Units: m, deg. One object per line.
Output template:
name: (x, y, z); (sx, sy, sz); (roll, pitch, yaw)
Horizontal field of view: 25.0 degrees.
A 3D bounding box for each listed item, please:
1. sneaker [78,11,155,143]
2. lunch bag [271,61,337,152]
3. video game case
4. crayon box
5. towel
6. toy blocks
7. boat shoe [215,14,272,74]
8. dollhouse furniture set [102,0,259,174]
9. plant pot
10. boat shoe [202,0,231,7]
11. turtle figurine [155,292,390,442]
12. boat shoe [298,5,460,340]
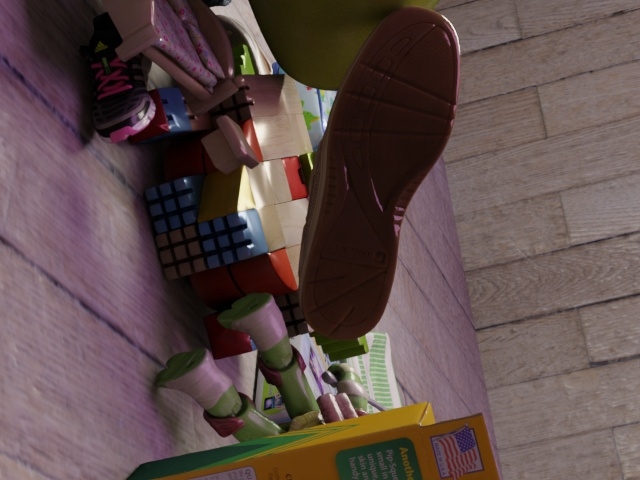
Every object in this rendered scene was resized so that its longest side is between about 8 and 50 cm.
sneaker: (-0.200, -0.162, 1.390); (0.170, 0.063, 0.074); (-94, 162, -48)
lunch bag: (-0.007, -0.170, 2.197); (0.219, 0.090, 0.176); (54, 26, -60)
video game case: (-0.007, 0.234, 1.814); (0.244, 0.061, 0.269); (-85, 158, -53)
crayon box: (0.010, 0.264, 1.235); (0.083, 0.323, 0.203); (-38, 114, -77)
towel: (0.085, 0.256, 2.265); (0.325, 0.038, 0.247); (17, 61, -76)
toy blocks: (-0.086, -0.028, 1.559); (0.261, 0.191, 0.381); (-17, 92, -67)
boat shoe: (-0.077, -0.121, 1.767); (0.116, 0.123, 0.324); (-56, 133, -77)
dollhouse furniture set: (-0.136, -0.275, 1.302); (0.355, 0.174, 0.303); (61, 9, 16)
plant pot: (0.025, -0.300, 1.538); (0.293, 0.275, 0.274); (100, -14, -59)
boat shoe: (-0.164, -0.303, 1.650); (0.183, 0.083, 0.065); (23, 54, -75)
turtle figurine: (-0.048, 0.194, 1.463); (0.266, 0.198, 0.274); (56, 7, -17)
boat shoe: (0.043, -0.073, 1.462); (0.110, 0.122, 0.341); (-144, -107, -74)
